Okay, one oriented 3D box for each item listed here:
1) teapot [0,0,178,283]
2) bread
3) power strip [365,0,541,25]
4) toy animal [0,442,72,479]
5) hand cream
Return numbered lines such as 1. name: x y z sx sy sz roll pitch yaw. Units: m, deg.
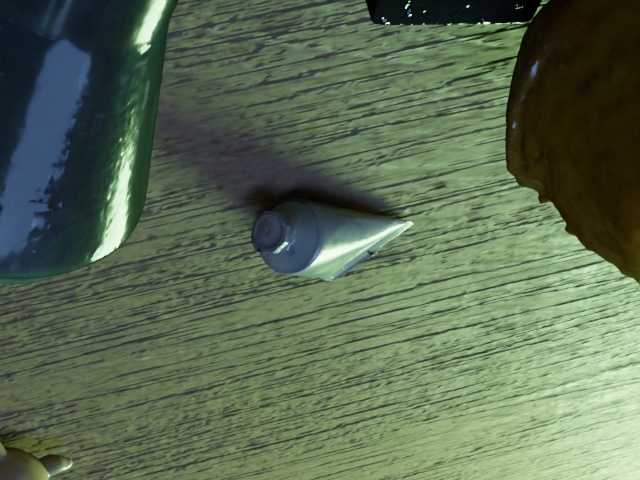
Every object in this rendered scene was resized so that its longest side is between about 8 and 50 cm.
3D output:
1. teapot: -0.157 -0.109 0.815 0.203 0.171 0.225 25 127 -8
2. bread: 0.268 -0.126 0.947 0.340 0.194 0.179 -24 147 0
3. power strip: 0.082 -0.152 0.970 0.111 0.029 0.038 -3 148 -20
4. toy animal: -0.279 0.213 1.297 0.150 0.089 0.083 -32 166 14
5. hand cream: 0.000 0.000 1.150 0.084 0.053 0.142 -35 159 24
